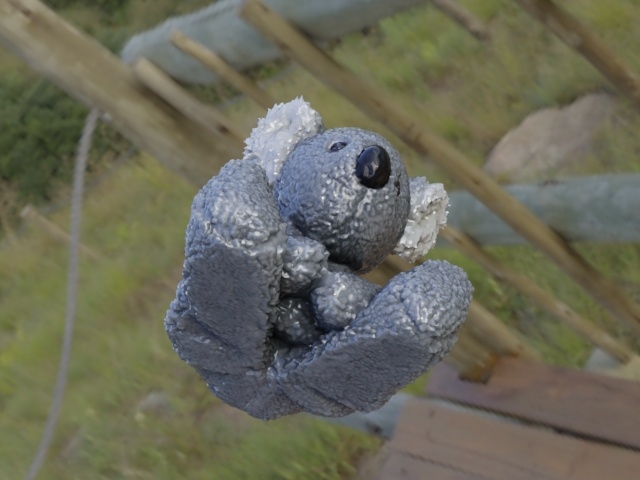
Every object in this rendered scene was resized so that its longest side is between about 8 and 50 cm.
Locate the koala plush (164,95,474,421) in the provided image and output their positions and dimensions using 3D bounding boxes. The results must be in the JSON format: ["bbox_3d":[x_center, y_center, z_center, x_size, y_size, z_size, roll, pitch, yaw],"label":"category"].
[{"bbox_3d":[0.000,0.000,0.925,0.203,0.196,0.221,-56,11,49],"label":"koala plush"}]
